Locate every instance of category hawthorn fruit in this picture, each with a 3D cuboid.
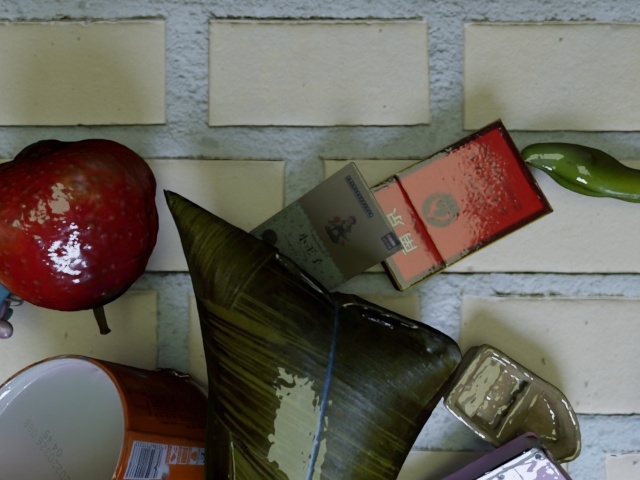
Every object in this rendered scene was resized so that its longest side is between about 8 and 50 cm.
[{"bbox_3d":[-0.321,0.003,0.546,0.210,0.230,0.265,-10,111,-33],"label":"hawthorn fruit"}]

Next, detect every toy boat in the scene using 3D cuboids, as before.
[{"bbox_3d":[0.271,0.236,0.589,0.188,0.061,0.116,36,87,3],"label":"toy boat"}]

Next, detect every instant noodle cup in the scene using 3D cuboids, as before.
[{"bbox_3d":[-0.261,0.254,0.489,0.251,0.192,0.250,-5,59,8],"label":"instant noodle cup"}]

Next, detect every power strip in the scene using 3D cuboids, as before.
[{"bbox_3d":[0.208,0.367,0.558,0.279,0.037,0.109,-40,87,16],"label":"power strip"}]

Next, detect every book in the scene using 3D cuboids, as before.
[{"bbox_3d":[0.000,0.000,0.592,0.199,0.016,0.138,-32,86,23],"label":"book"}]

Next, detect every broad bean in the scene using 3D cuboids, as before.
[{"bbox_3d":[0.443,-0.089,0.605,0.325,0.067,0.075,11,88,-3],"label":"broad bean"}]

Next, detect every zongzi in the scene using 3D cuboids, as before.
[{"bbox_3d":[-0.106,0.192,0.482,0.432,0.208,0.403,33,69,-4],"label":"zongzi"}]

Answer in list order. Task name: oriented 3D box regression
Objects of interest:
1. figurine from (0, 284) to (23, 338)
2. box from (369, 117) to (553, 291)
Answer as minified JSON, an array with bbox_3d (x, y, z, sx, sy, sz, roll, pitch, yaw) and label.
[{"bbox_3d":[-0.504,0.009,0.598,0.206,0.103,0.259,2,77,-1],"label":"figurine"},{"bbox_3d":[0.180,-0.048,0.602,0.240,0.074,0.153,-28,91,1],"label":"box"}]
